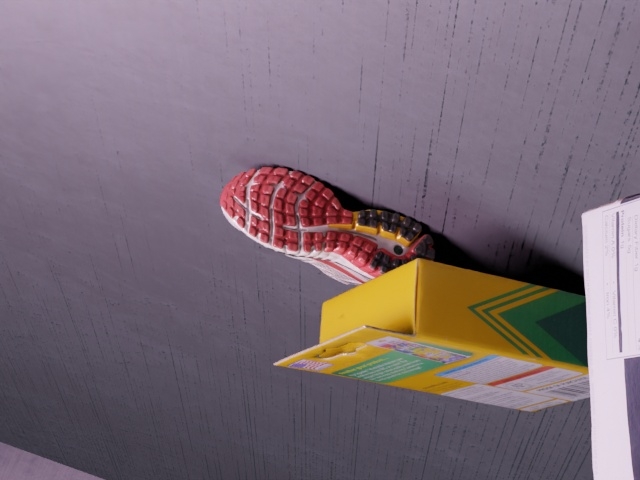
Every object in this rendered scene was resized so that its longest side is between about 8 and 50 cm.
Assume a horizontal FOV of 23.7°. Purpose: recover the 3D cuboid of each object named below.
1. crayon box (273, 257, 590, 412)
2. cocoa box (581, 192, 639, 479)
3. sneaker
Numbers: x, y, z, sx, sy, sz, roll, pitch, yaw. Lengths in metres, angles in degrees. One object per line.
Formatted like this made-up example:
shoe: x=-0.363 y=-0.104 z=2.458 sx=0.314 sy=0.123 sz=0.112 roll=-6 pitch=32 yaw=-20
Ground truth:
crayon box: x=0.141 y=0.098 z=1.551 sx=0.322 sy=0.083 sz=0.203 roll=12 pitch=161 yaw=-25
cocoa box: x=0.389 y=0.073 z=1.050 sx=0.347 sy=0.232 sz=0.228 roll=1 pitch=171 yaw=-20
sneaker: x=0.000 y=0.000 z=1.566 sx=0.225 sy=0.088 sz=0.093 roll=24 pitch=156 yaw=-3
